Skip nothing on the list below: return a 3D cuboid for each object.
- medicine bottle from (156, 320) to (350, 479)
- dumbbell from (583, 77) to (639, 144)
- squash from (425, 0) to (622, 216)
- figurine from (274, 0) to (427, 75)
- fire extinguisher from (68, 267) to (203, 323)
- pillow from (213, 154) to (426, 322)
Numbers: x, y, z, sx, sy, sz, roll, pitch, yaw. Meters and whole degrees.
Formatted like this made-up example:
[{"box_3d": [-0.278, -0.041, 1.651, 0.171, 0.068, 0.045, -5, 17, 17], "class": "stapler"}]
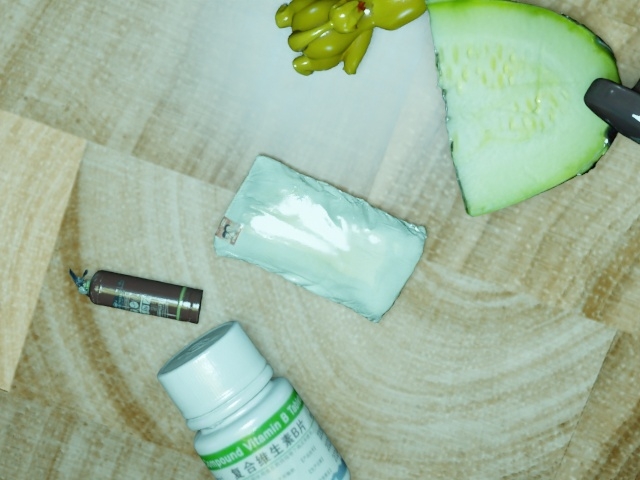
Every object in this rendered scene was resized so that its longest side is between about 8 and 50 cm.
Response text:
[{"box_3d": [-0.079, 0.220, 1.453, 0.139, 0.139, 0.237, -31, 98, 9], "class": "medicine bottle"}, {"box_3d": [0.392, -0.204, 1.324, 0.140, 0.124, 0.225, 28, 97, -23], "class": "dumbbell"}, {"box_3d": [0.231, -0.165, 1.345, 0.155, 0.204, 0.237, -3, 106, 25], "class": "squash"}, {"box_3d": [0.037, -0.246, 1.351, 0.176, 0.122, 0.121, -23, 98, 9], "class": "figurine"}, {"box_3d": [-0.218, 0.065, 1.473, 0.158, 0.043, 0.064, 11, 145, 1], "class": "fire extinguisher"}, {"box_3d": [0.000, 0.000, 1.443, 0.229, 0.051, 0.128, 24, 95, -3], "class": "pillow"}]
